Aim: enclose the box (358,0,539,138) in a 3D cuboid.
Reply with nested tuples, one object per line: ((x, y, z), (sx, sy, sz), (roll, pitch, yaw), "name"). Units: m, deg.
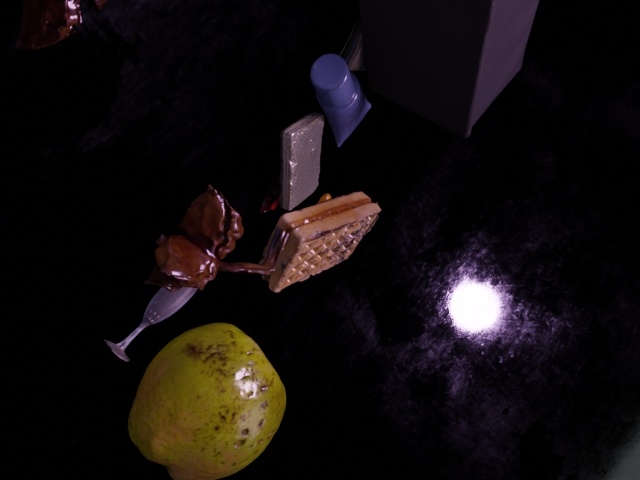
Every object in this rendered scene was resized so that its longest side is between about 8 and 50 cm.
((0.223, -0.403, 0.734), (0.204, 0.251, 0.345), (-50, 157, -12), "box")

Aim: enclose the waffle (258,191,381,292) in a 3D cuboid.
((0.000, 0.000, 1.295), (0.376, 0.114, 0.261), (-22, 150, -44), "waffle")

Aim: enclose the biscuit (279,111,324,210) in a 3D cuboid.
((-0.041, -0.171, 0.931), (0.121, 0.040, 0.200), (-45, 153, -40), "biscuit")

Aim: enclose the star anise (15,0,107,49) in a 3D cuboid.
((-0.162, -0.210, 0.322), (0.158, 0.144, 0.140), (-47, 174, -23), "star anise")

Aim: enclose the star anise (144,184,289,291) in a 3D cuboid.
((-0.182, 0.006, 0.788), (0.346, 0.148, 0.237), (-8, 138, -57), "star anise")

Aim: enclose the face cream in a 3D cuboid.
((0.052, -0.297, 0.920), (0.136, 0.086, 0.385), (-51, 172, 8), "face cream")

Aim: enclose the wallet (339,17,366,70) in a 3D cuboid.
((0.102, -0.407, 0.881), (0.155, 0.039, 0.110), (-36, 160, -52), "wallet")

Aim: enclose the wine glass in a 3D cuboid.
((-0.328, 0.144, 0.838), (0.198, 0.066, 0.066), (-47, 166, -17), "wine glass")

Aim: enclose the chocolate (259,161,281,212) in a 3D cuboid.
((-0.086, -0.141, 0.969), (0.086, 0.028, 0.183), (-26, 152, -59), "chocolate")

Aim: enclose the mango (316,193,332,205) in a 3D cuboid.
((0.014, -0.113, 1.337), (0.060, 0.046, 0.089), (-33, 147, -38), "mango")

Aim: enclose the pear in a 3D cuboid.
((-0.284, 0.409, 1.059), (0.391, 0.391, 0.391), (-48, 166, -16), "pear")
